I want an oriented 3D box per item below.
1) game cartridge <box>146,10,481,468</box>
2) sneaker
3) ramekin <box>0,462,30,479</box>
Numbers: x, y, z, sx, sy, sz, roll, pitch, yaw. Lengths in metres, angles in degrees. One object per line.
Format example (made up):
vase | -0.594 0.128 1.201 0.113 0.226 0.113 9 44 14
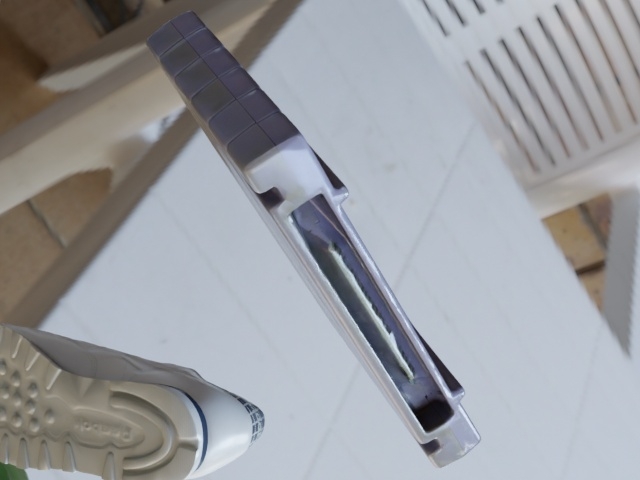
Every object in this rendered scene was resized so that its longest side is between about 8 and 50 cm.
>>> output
game cartridge | 0.000 0.000 1.004 0.355 0.068 0.230 58 0 -40
sneaker | -0.152 0.108 0.869 0.095 0.235 0.090 -10 112 -58
ramekin | -0.398 0.282 1.093 0.303 0.303 0.148 -48 151 -56
